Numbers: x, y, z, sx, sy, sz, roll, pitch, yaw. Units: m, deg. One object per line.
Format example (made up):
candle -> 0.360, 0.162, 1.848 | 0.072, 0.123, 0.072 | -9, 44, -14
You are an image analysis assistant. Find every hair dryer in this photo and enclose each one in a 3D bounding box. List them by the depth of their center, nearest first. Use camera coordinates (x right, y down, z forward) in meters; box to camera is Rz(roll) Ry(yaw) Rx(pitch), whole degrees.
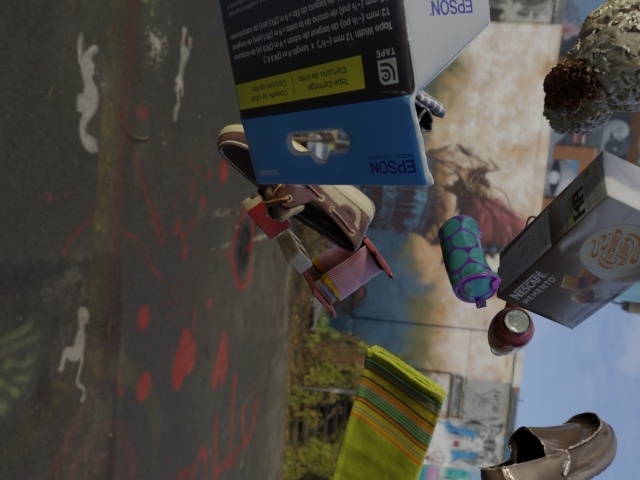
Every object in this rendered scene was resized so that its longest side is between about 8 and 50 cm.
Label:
hair dryer -> 0.390, 0.117, 1.160 | 0.223, 0.080, 0.293 | -43, 149, -58

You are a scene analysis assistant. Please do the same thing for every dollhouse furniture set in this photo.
dollhouse furniture set -> 0.000, 0.000, 1.503 | 0.374, 0.201, 0.152 | 51, 5, -36

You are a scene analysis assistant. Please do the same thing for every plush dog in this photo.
plush dog -> 0.398, -0.237, 0.745 | 0.210, 0.263, 0.225 | 68, 28, -19

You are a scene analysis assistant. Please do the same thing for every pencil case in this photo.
pencil case -> 0.219, 0.026, 0.882 | 0.151, 0.070, 0.064 | -91, 176, -53

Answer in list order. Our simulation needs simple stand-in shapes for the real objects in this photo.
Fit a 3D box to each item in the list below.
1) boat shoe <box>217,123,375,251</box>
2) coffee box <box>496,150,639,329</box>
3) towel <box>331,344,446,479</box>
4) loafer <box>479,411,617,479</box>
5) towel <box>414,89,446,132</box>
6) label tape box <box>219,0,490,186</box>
boat shoe -> -0.053, -0.090, 1.126 | 0.123, 0.342, 0.123 | -28, -145, 54
coffee box -> 0.381, 0.009, 0.855 | 0.246, 0.141, 0.098 | 122, -10, -47
towel -> 0.060, 0.240, 0.643 | 0.021, 0.102, 0.237 | -2, 112, -45
loafer -> 0.441, 0.408, 1.141 | 0.134, 0.366, 0.130 | -36, -104, 49
towel -> 0.111, -0.335, 1.187 | 0.235, 0.121, 0.283 | 45, 10, -41
label tape box -> 0.015, -0.230, 0.538 | 0.115, 0.249, 0.347 | -21, 107, -35
